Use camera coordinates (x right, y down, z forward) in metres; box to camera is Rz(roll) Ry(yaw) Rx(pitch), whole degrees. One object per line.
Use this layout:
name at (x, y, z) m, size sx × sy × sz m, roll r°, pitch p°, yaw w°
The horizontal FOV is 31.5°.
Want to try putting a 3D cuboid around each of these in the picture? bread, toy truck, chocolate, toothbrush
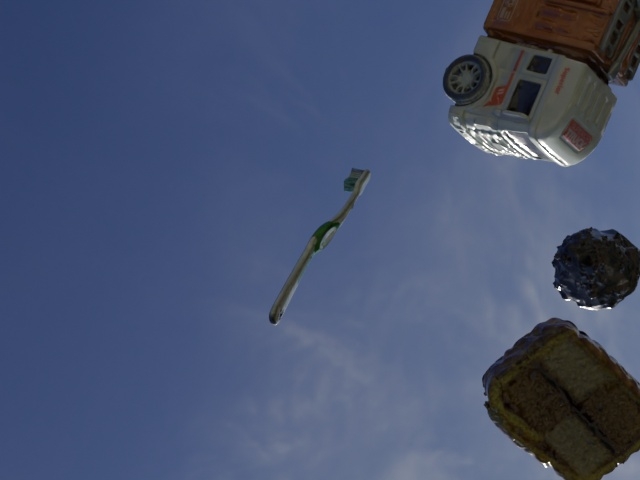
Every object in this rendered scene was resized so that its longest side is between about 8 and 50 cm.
bread at (0.345, 0.228, 1.578) m, size 0.222 × 0.181 × 0.096 m, roll 43°, pitch -172°, yaw -3°
toy truck at (0.331, -0.289, 1.491) m, size 0.173 × 0.207 × 0.387 m, roll 25°, pitch -92°, yaw -53°
chocolate at (0.447, 0.028, 1.865) m, size 0.133 × 0.156 × 0.156 m, roll 49°, pitch -129°, yaw -57°
toothbrush at (0.002, 0.000, 1.451) m, size 0.030 × 0.030 × 0.304 m, roll 57°, pitch -139°, yaw -26°
